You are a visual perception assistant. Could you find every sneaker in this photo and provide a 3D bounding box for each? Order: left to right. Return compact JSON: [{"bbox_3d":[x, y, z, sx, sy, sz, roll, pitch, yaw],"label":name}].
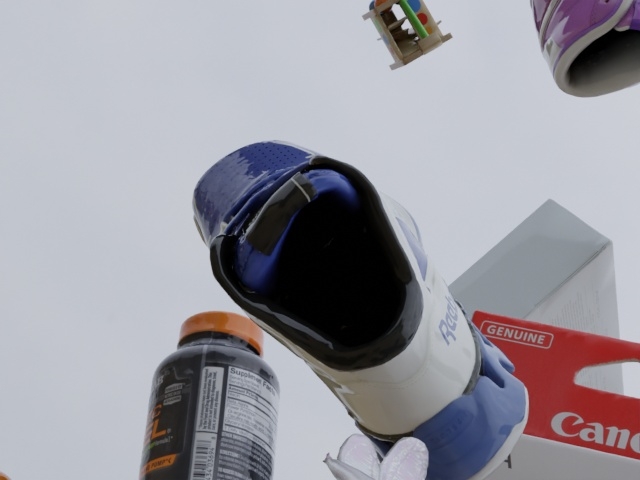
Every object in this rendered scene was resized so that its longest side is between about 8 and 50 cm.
[{"bbox_3d":[0.000,0.001,0.974,0.315,0.127,0.182,49,-3,47],"label":"sneaker"},{"bbox_3d":[0.261,-0.210,1.095,0.102,0.161,0.282,27,-54,-18],"label":"sneaker"}]

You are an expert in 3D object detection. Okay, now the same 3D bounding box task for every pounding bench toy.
[{"bbox_3d":[0.079,-0.196,1.393,0.065,0.052,0.083,60,-9,-6],"label":"pounding bench toy"}]

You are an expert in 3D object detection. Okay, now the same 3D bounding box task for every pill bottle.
[{"bbox_3d":[-0.107,0.191,1.520,0.130,0.246,0.130,3,-36,2],"label":"pill bottle"}]

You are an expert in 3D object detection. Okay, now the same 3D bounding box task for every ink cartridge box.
[{"bbox_3d":[0.210,0.177,1.189,0.296,0.261,0.066,10,-27,22],"label":"ink cartridge box"}]

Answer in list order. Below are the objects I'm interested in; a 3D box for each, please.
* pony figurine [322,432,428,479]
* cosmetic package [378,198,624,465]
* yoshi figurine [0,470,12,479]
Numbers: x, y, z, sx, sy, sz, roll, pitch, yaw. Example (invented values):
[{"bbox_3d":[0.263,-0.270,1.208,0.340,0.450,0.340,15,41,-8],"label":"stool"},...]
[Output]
[{"bbox_3d":[0.156,0.223,0.663,0.303,0.363,0.351,11,-3,-12],"label":"pony figurine"},{"bbox_3d":[0.191,0.172,1.669,0.097,0.284,0.377,37,-21,33],"label":"cosmetic package"},{"bbox_3d":[-0.336,0.129,0.779,0.203,0.362,0.203,39,-73,39],"label":"yoshi figurine"}]
